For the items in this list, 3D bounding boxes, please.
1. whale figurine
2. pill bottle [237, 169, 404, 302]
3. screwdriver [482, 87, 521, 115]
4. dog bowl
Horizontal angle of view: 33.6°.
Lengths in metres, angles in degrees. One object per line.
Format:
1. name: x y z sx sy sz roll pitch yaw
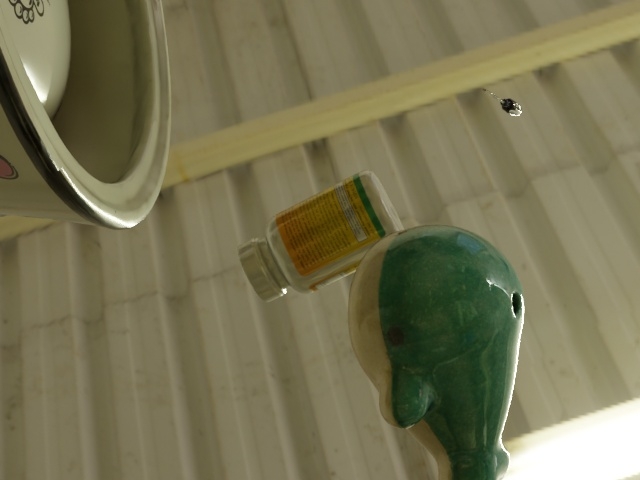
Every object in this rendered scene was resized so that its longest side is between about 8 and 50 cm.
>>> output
1. whale figurine: 0.132 0.116 0.979 0.141 0.272 0.216 -14 -173 32
2. pill bottle: 0.000 0.000 1.419 0.208 0.117 0.118 -27 -129 9
3. screwdriver: 0.275 -0.218 1.626 0.024 0.170 0.025 -26 -110 23
4. dog bowl: -0.250 -0.200 0.824 0.150 0.408 0.408 -8 -128 8
